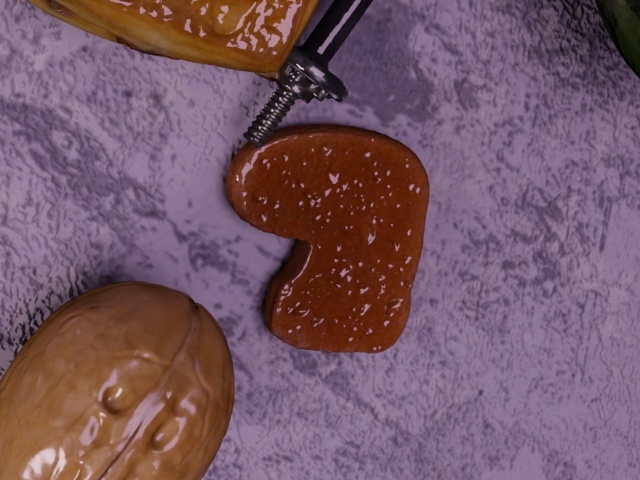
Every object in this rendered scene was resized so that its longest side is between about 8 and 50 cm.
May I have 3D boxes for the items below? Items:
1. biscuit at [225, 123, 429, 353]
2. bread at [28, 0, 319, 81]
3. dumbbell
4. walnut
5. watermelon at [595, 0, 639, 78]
[{"bbox_3d":[0.000,0.000,1.349,0.186,0.036,0.192,0,107,-31],"label":"biscuit"},{"bbox_3d":[-0.098,-0.233,1.167,0.235,0.099,0.210,21,92,-31],"label":"bread"},{"bbox_3d":[0.022,-0.178,1.267,0.110,0.110,0.254,33,93,-37],"label":"dumbbell"},{"bbox_3d":[-0.150,0.124,1.217,0.197,0.165,0.165,-48,126,-1],"label":"walnut"},{"bbox_3d":[0.375,-0.253,1.328,0.363,0.363,0.363,-12,113,-30],"label":"watermelon"}]
